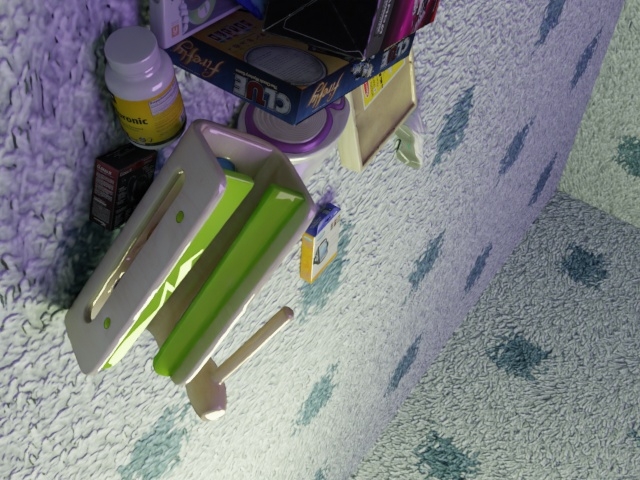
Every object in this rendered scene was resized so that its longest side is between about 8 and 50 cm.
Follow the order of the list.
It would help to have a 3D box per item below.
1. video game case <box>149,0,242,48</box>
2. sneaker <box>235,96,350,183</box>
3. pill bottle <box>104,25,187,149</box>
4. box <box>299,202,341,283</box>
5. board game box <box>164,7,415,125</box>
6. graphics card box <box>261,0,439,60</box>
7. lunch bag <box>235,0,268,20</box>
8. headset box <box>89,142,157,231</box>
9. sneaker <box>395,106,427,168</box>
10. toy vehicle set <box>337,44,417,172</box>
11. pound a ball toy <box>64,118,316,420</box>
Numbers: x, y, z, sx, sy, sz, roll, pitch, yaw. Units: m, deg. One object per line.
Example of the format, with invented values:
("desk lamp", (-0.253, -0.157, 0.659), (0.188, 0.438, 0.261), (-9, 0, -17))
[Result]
("video game case", (-0.096, -0.294, 0.909), (0.190, 0.022, 0.173), (-43, 148, -43))
("sneaker", (-0.080, -0.081, 1.188), (0.305, 0.114, 0.152), (-49, 172, -22))
("pill bottle", (-0.166, -0.144, 0.899), (0.065, 0.065, 0.116), (-52, 159, -25))
("box", (0.000, 0.000, 1.593), (0.081, 0.028, 0.136), (-47, 154, -35))
("board game box", (-0.025, -0.211, 1.015), (0.243, 0.165, 0.042), (-38, 151, -48))
("graphics card box", (0.066, -0.300, 0.845), (0.371, 0.094, 0.232), (-46, 153, -67))
("lunch bag", (-0.032, -0.330, 0.847), (0.293, 0.138, 0.220), (24, 85, -74))
("headset box", (-0.201, -0.060, 0.978), (0.062, 0.032, 0.083), (-39, 150, -50))
("sneaker", (0.171, -0.183, 1.734), (0.061, 0.054, 0.152), (-57, 160, -21))
("toy vehicle set", (0.073, -0.245, 1.352), (0.166, 0.035, 0.266), (-50, 149, -29))
("pound a ball toy", (-0.129, 0.039, 1.029), (0.208, 0.135, 0.319), (15, 123, -41))
